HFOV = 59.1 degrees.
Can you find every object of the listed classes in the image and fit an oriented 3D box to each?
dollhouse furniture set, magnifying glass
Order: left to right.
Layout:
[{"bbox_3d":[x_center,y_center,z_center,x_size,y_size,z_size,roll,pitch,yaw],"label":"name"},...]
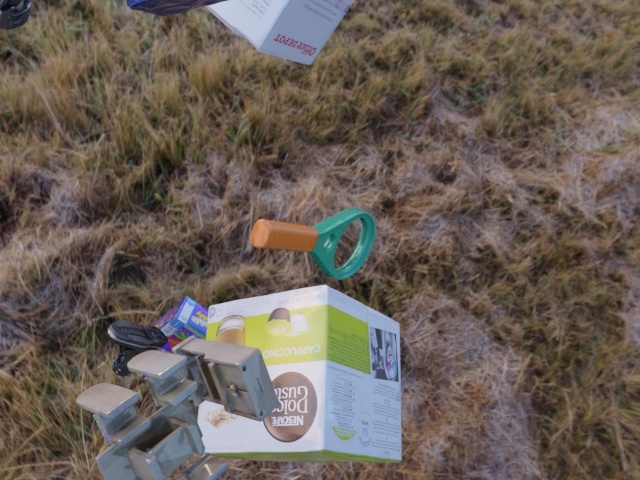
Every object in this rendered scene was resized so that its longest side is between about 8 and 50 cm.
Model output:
[{"bbox_3d":[-0.205,0.248,0.787,0.242,0.160,0.212,-34,114,-44],"label":"dollhouse furniture set"},{"bbox_3d":[0.000,0.000,0.649,0.026,0.092,0.231,26,10,29],"label":"magnifying glass"}]

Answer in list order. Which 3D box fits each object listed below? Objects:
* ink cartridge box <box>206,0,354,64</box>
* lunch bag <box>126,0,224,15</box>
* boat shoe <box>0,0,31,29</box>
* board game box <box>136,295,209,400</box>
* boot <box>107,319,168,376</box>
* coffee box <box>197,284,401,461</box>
[{"bbox_3d":[-0.039,-0.375,0.719,0.168,0.233,0.171,42,21,9],"label":"ink cartridge box"},{"bbox_3d":[-0.113,-0.221,0.444,0.067,0.098,0.065,-42,125,-69],"label":"lunch bag"},{"bbox_3d":[-0.413,-0.314,0.734,0.073,0.223,0.080,44,59,-39],"label":"boat shoe"},{"bbox_3d":[-0.375,0.315,1.573,0.233,0.347,0.078,38,41,-18],"label":"board game box"},{"bbox_3d":[-0.453,0.261,1.304,0.137,0.198,0.077,-45,65,1],"label":"boot"},{"bbox_3d":[-0.037,0.329,1.302,0.338,0.337,0.335,33,52,-50],"label":"coffee box"}]
